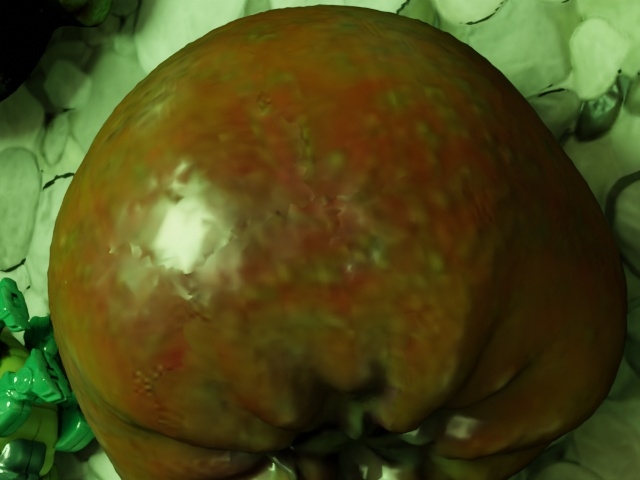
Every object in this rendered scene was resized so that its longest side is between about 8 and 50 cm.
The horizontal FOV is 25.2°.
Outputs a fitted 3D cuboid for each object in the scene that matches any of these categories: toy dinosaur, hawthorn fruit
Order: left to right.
[{"bbox_3d":[-0.212,0.086,0.918,0.153,0.094,0.259,-40,53,20],"label":"toy dinosaur"},{"bbox_3d":[0.000,0.000,0.716,0.277,0.277,0.298,-37,45,20],"label":"hawthorn fruit"}]

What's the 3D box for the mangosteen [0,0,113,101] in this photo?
[{"bbox_3d":[-0.255,-0.190,0.929,0.243,0.243,0.243,-6,78,30],"label":"mangosteen"}]
